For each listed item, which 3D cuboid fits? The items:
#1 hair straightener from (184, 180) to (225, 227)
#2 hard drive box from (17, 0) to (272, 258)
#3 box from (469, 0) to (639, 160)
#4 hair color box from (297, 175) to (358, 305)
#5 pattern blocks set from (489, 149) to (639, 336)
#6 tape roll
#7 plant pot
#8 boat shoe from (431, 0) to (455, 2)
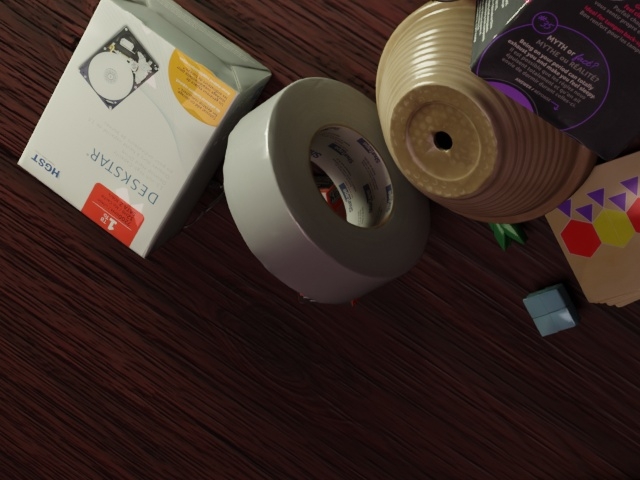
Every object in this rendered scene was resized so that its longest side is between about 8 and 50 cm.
[{"bbox_3d":[-0.213,-0.065,1.941,0.230,0.047,0.089,11,125,19],"label":"hair straightener"},{"bbox_3d":[-0.189,-0.130,1.819,0.181,0.089,0.232,35,119,7],"label":"hard drive box"},{"bbox_3d":[0.270,-0.228,1.439,0.165,0.143,0.270,31,128,-16],"label":"box"},{"bbox_3d":[0.000,0.000,1.850,0.072,0.043,0.141,2,119,31],"label":"hair color box"},{"bbox_3d":[0.314,-0.020,1.658,0.325,0.026,0.285,-10,109,36],"label":"pattern blocks set"},{"bbox_3d":[0.009,-0.050,1.696,0.072,0.219,0.219,-31,101,41],"label":"tape roll"},{"bbox_3d":[0.143,-0.114,1.632,0.237,0.110,0.237,15,121,27],"label":"plant pot"},{"bbox_3d":[0.184,-0.289,1.534,0.233,0.079,0.084,-32,99,39],"label":"boat shoe"}]
